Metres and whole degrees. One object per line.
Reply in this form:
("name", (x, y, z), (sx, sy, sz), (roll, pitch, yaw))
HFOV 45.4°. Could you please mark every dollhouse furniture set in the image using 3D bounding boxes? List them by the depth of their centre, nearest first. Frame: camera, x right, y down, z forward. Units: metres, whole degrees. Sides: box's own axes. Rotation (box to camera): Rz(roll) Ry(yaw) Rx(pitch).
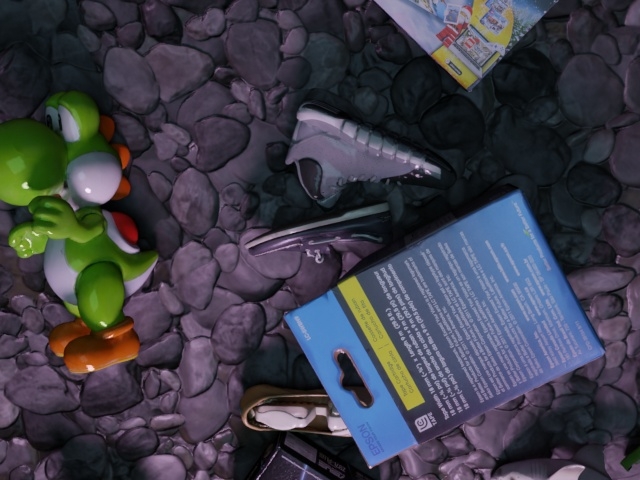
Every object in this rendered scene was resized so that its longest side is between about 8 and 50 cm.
("dollhouse furniture set", (0.499, 0.352, 1.073), (0.058, 0.076, 0.151), (-48, 64, 19))

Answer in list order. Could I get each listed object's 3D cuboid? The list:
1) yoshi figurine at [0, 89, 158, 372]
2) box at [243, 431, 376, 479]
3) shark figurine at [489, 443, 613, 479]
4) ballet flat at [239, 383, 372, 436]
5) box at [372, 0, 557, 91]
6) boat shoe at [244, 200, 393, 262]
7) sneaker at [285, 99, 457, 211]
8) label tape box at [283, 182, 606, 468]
("yoshi figurine", (-0.352, -0.012, 1.010), (0.204, 0.203, 0.362), (-3, 99, 11))
("box", (-0.023, 0.386, 1.130), (0.180, 0.077, 0.147), (33, 103, -4))
("shark figurine", (0.405, 0.354, 1.088), (0.278, 0.116, 0.166), (28, 137, 5))
("ballet flat", (-0.003, 0.253, 1.101), (0.232, 0.073, 0.080), (0, 101, 4))
("box", (0.162, -0.327, 0.977), (0.233, 0.044, 0.159), (43, 102, -6))
("boat shoe", (0.000, 0.000, 1.046), (0.206, 0.075, 0.065), (-15, 98, 2))
("sneaker", (0.058, -0.087, 1.026), (0.229, 0.086, 0.132), (26, 108, 8))
("label tape box", (0.156, 0.108, 1.000), (0.334, 0.106, 0.240), (-28, 97, 8))
